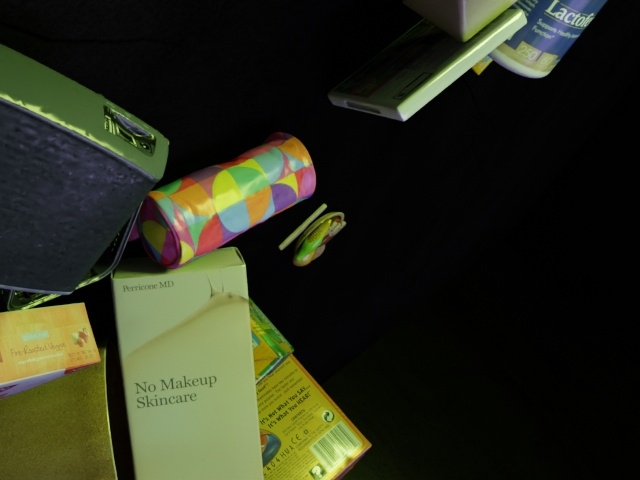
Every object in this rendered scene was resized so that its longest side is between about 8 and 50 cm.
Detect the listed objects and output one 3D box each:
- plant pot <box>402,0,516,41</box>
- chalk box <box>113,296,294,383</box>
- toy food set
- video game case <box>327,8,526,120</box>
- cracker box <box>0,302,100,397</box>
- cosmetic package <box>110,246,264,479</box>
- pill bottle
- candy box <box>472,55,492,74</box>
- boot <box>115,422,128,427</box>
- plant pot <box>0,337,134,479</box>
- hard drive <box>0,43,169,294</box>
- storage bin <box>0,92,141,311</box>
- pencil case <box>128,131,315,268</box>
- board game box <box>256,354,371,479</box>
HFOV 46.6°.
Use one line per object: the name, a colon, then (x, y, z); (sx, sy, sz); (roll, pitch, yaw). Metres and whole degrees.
plant pot: (0.165, -0.320, 0.865); (0.109, 0.109, 0.096); (-39, 151, -11)
chalk box: (-0.164, 0.164, 1.148); (0.179, 0.180, 0.289); (-42, 175, -2)
toy food set: (0.000, 0.000, 1.401); (0.132, 0.038, 0.192); (-44, 164, 5)
video game case: (0.127, -0.226, 0.933); (0.201, 0.023, 0.183); (-40, -151, -10)
cracker box: (-0.350, 0.129, 0.700); (0.232, 0.067, 0.156); (-23, 171, 22)
cosmetic package: (-0.162, 0.175, 0.923); (0.160, 0.309, 0.113); (-7, -167, -11)
pill bottle: (0.330, -0.370, 1.023); (0.153, 0.153, 0.264); (-24, 155, -48)
candy box: (0.318, -0.367, 1.230); (0.206, 0.027, 0.105); (-47, 167, 16)
boot: (-0.241, 0.274, 1.121); (0.109, 0.283, 0.220); (-55, 175, -22)
plant pot: (-0.358, 0.254, 0.869); (0.255, 0.237, 0.237); (-9, 155, -11)
hard drive: (-0.242, -0.049, 0.497); (0.255, 0.054, 0.172); (24, 116, -44)
storage bin: (-0.238, -0.033, 0.672); (0.122, 0.084, 0.180); (-26, 158, -45)
pencil case: (-0.115, -0.052, 0.898); (0.236, 0.104, 0.104); (-28, 159, -35)
board game box: (-0.170, 0.466, 1.623); (0.357, 0.356, 0.356); (-35, 163, -26)
